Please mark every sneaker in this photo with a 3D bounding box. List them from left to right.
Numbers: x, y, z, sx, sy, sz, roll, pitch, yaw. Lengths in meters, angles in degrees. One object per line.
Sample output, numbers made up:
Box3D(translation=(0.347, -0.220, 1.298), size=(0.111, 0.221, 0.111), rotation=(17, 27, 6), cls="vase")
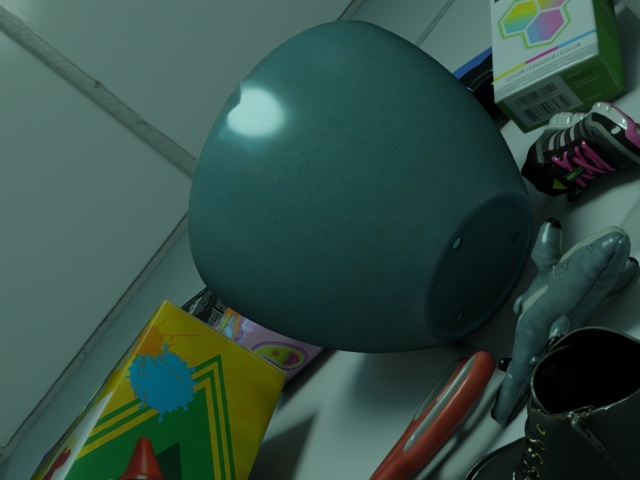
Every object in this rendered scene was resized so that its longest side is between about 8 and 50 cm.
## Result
Box3D(translation=(0.237, -0.209, 0.968), size=(0.232, 0.081, 0.090), rotation=(-46, 30, 21), cls="sneaker")
Box3D(translation=(0.127, 0.107, 0.460), size=(0.222, 0.118, 0.083), rotation=(-32, 25, 51), cls="sneaker")
Box3D(translation=(0.216, -0.067, 0.713), size=(0.075, 0.063, 0.170), rotation=(-52, 10, -1), cls="sneaker")

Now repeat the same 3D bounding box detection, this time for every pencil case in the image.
Box3D(translation=(0.000, 0.046, 0.990), size=(0.284, 0.124, 0.124), rotation=(-48, 15, 10), cls="pencil case")

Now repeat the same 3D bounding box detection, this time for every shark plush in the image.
Box3D(translation=(0.154, 0.054, 0.591), size=(0.161, 0.073, 0.067), rotation=(-51, 8, 17), cls="shark plush")

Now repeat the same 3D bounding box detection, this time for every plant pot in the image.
Box3D(translation=(0.062, -0.019, 0.732), size=(0.195, 0.290, 0.290), rotation=(32, 82, 38), cls="plant pot")

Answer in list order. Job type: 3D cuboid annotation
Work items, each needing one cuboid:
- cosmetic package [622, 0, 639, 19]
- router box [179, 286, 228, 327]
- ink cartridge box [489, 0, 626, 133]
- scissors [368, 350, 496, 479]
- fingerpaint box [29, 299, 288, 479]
Box3D(translation=(0.360, -0.297, 0.751), size=(0.239, 0.099, 0.060), rotation=(-34, 24, 47), cls="cosmetic package")
Box3D(translation=(-0.234, 0.210, 1.347), size=(0.309, 0.081, 0.243), rotation=(-36, 22, 45), cls="router box")
Box3D(translation=(0.233, -0.220, 0.863), size=(0.109, 0.062, 0.209), rotation=(-22, 48, 36), cls="ink cartridge box")
Box3D(translation=(0.034, 0.200, 0.655), size=(0.297, 0.021, 0.109), rotation=(-51, -1, 1), cls="scissors")
Box3D(translation=(-0.247, 0.332, 0.888), size=(0.445, 0.163, 0.371), rotation=(-47, 14, 43), cls="fingerpaint box")
